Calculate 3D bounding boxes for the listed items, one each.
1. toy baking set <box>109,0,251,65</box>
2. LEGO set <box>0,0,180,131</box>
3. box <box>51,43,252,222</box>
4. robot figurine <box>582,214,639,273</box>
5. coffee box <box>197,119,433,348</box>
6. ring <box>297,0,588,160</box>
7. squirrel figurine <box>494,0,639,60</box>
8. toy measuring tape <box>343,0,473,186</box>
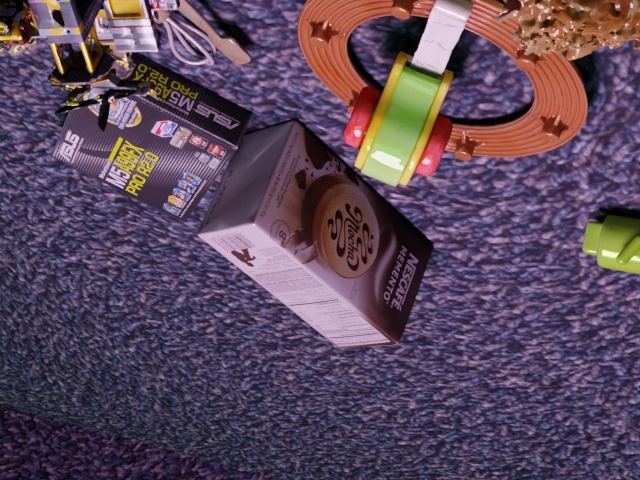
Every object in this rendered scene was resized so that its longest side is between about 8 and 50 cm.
[{"bbox_3d":[-0.209,-0.279,1.506,0.256,0.030,0.197,11,153,19],"label":"toy baking set"},{"bbox_3d":[-0.281,-0.234,1.321,0.255,0.331,0.192,-5,131,7],"label":"LEGO set"},{"bbox_3d":[-0.236,-0.141,1.729,0.216,0.060,0.270,27,152,-11],"label":"box"},{"bbox_3d":[0.382,0.006,1.554,0.115,0.067,0.101,11,178,18],"label":"robot figurine"},{"bbox_3d":[0.000,0.000,1.701,0.119,0.168,0.297,-10,140,45],"label":"coffee box"},{"bbox_3d":[0.129,-0.177,1.407,0.337,0.032,0.336,18,158,7],"label":"ring"},{"bbox_3d":[0.307,-0.248,0.953,0.370,0.281,0.397,46,161,-29],"label":"squirrel figurine"},{"bbox_3d":[0.092,-0.136,1.330,0.121,0.121,0.330,22,161,-1],"label":"toy measuring tape"}]
